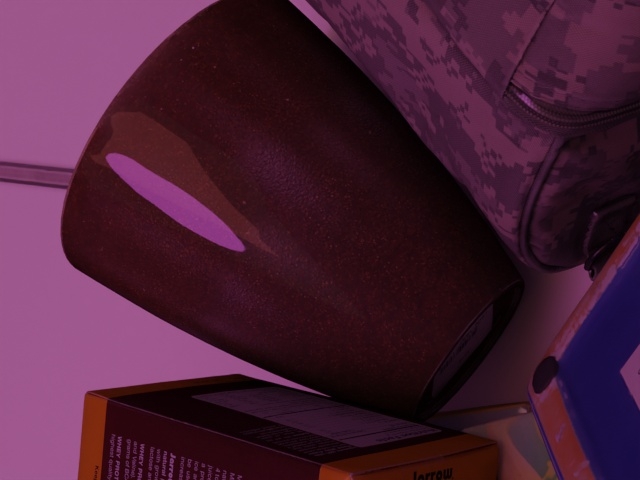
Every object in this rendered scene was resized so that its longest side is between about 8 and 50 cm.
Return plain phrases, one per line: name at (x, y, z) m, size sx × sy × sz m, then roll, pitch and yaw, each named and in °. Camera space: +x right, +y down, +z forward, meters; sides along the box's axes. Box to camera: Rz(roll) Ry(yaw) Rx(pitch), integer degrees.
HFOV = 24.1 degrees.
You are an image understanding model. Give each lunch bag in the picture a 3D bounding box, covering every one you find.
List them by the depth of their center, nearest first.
lunch bag at (0.102, -0.158, 0.805) m, size 0.305 × 0.212 × 0.256 m, roll 54°, pitch 146°, yaw 25°

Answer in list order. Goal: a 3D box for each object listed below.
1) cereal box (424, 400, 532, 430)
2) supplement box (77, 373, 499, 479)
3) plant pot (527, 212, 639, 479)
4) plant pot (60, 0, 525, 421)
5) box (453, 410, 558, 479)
cereal box at (0.085, 0.226, 0.918) m, size 0.173 × 0.047 × 0.240 m, roll -13°, pitch 81°, yaw 38°
supplement box at (-0.025, 0.189, 0.819) m, size 0.194 × 0.129 × 0.191 m, roll 10°, pitch 97°, yaw 39°
plant pot at (0.232, 0.078, 0.635) m, size 0.236 × 0.212 × 0.236 m, roll -59°, pitch 17°, yaw 21°
plant pot at (0.000, 0.000, 0.907) m, size 0.230 × 0.215 × 0.215 m, roll 38°, pitch 113°, yaw 18°
box at (0.060, 0.235, 0.868) m, size 0.322 × 0.058 × 0.232 m, roll -21°, pitch 77°, yaw 37°
